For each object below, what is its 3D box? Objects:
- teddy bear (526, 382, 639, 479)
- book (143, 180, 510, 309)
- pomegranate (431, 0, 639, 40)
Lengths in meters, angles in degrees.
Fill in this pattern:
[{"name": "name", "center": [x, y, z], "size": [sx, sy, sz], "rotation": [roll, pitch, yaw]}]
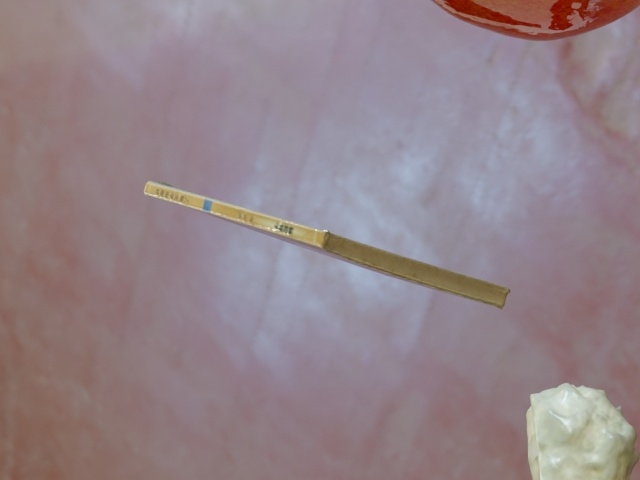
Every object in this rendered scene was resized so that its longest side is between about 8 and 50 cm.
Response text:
[{"name": "teddy bear", "center": [0.337, 0.279, 1.327], "size": [0.327, 0.362, 0.375], "rotation": [63, -157, -80]}, {"name": "book", "center": [0.000, 0.001, 1.382], "size": [0.241, 0.170, 0.018], "rotation": [17, 89, 55]}, {"name": "pomegranate", "center": [0.139, -0.243, 1.171], "size": [0.221, 0.221, 0.257], "rotation": [48, 150, 20]}]
